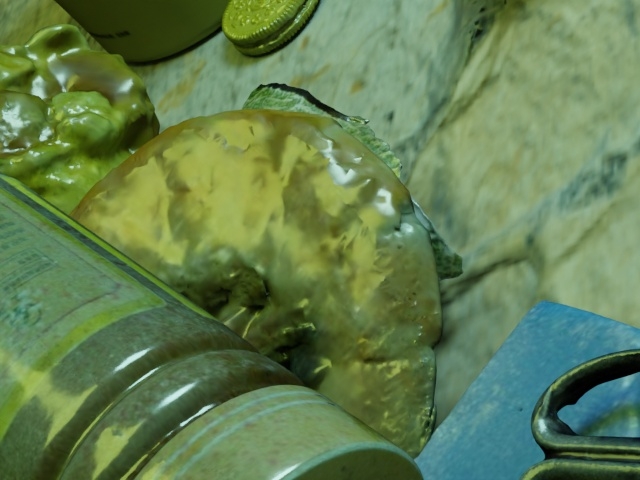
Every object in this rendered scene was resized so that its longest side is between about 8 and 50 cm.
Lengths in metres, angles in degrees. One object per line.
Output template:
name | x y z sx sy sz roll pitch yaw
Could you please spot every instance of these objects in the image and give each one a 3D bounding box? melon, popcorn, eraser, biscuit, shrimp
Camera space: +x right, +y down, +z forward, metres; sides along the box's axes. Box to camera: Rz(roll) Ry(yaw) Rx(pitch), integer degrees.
melon | -0.005 0.001 0.995 0.139 0.093 0.202 -46 44 -2
popcorn | -0.190 -0.041 1.148 0.155 0.198 0.197 126 160 -44
eraser | 0.064 0.169 0.779 0.312 0.042 0.144 -52 34 -10
biscuit | -0.035 -0.172 1.263 0.084 0.023 0.084 -28 37 24
shrimp | -0.106 0.129 0.935 0.445 0.085 0.272 -46 61 10

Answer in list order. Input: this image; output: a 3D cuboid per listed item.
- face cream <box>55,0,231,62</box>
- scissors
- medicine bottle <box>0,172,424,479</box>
face cream | -0.143 -0.275 1.345 0.218 0.179 0.218 -28 37 24
scissors | 0.216 0.094 0.678 0.300 0.022 0.109 0 59 32
medicine bottle | -0.115 0.082 0.802 0.322 0.151 0.151 32 79 37
